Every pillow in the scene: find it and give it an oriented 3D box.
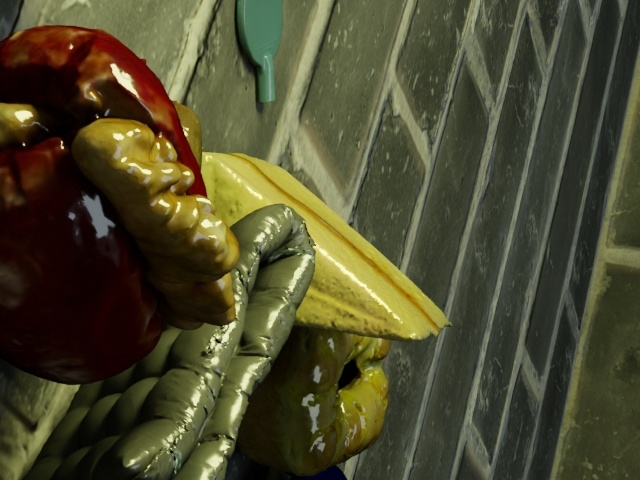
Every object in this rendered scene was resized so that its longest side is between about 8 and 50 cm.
[{"bbox_3d":[-0.131,0.125,1.246,0.101,0.228,0.326,45,47,-20],"label":"pillow"}]

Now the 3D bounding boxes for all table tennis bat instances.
[{"bbox_3d":[-0.063,-0.225,1.594,0.100,0.019,0.155,-43,133,-59],"label":"table tennis bat"}]

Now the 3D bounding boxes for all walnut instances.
[{"bbox_3d":[-0.166,-0.015,1.091,0.269,0.244,0.221,63,37,-54],"label":"walnut"}]

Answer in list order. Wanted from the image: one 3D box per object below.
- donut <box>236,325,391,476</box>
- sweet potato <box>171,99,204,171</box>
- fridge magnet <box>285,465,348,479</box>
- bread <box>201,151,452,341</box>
[{"bbox_3d":[-0.009,0.154,1.683,0.261,0.128,0.208,-5,99,-68],"label":"donut"},{"bbox_3d":[-0.157,-0.018,1.343,0.077,0.077,0.243,64,36,-53],"label":"sweet potato"},{"bbox_3d":[-0.027,0.385,1.719,0.265,0.113,0.265,5,90,-69],"label":"fridge magnet"},{"bbox_3d":[0.004,0.002,1.499,0.168,0.264,0.163,-13,110,-73],"label":"bread"}]
